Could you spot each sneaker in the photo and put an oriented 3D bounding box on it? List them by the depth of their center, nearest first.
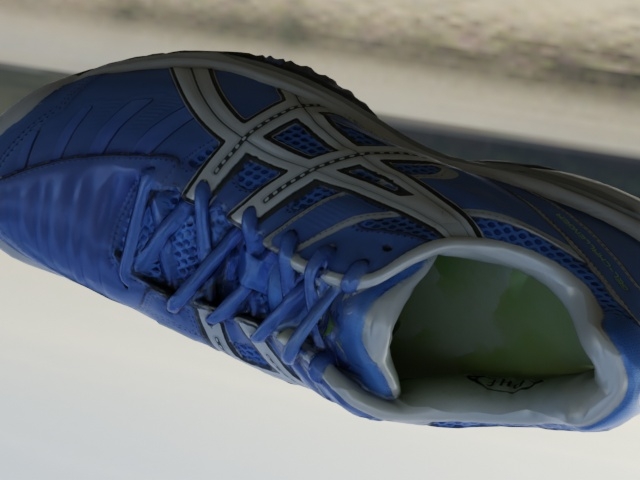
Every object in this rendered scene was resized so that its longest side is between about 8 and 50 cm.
[{"bbox_3d":[0.000,0.000,0.512,0.211,0.080,0.081,11,-163,11],"label":"sneaker"}]
